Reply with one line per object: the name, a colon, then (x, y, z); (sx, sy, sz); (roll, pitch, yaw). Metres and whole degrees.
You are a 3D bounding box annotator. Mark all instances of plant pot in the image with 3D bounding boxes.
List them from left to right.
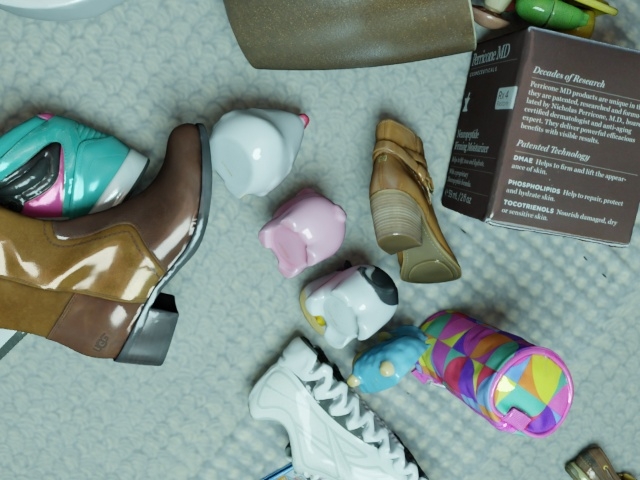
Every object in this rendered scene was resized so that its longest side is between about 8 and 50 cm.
plant pot: (0.021, -0.267, 0.753); (0.230, 0.215, 0.215); (-16, 102, 11)

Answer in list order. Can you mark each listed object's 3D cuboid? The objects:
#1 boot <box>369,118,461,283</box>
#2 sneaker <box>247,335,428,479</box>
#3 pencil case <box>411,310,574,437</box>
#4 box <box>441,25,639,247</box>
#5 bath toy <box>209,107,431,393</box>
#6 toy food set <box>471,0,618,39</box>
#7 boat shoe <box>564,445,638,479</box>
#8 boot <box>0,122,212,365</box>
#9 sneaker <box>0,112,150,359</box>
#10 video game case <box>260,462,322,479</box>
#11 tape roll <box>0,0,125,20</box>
boot: (0.115, -0.039, 0.849); (0.073, 0.197, 0.152); (-11, 62, 21)
sneaker: (0.032, 0.254, 0.873); (0.118, 0.110, 0.292); (-42, 95, -4)
pencil case: (0.184, 0.147, 0.819); (0.104, 0.236, 0.104); (0, 92, -13)
box: (0.255, -0.113, 0.812); (0.167, 0.168, 0.203); (9, 97, -9)
bath toy: (0.000, 0.000, 0.820); (0.129, 0.151, 0.348); (-38, 102, -38)
toy food set: (0.221, -0.269, 0.814); (0.218, 0.128, 0.071); (18, 114, -9)
boat shoe: (0.407, 0.346, 0.963); (0.178, 0.064, 0.060); (44, 93, -10)
boot: (-0.262, -0.022, 0.708); (0.280, 0.096, 0.264); (16, 101, -20)
sneaker: (-0.338, -0.017, 0.765); (0.178, 0.124, 0.295); (37, 85, -17)
video game case: (-0.028, 0.346, 0.927); (0.166, 0.015, 0.119); (-28, 101, -2)
tape roll: (-0.287, -0.373, 0.728); (0.286, 0.100, 0.286); (-1, 100, -8)
